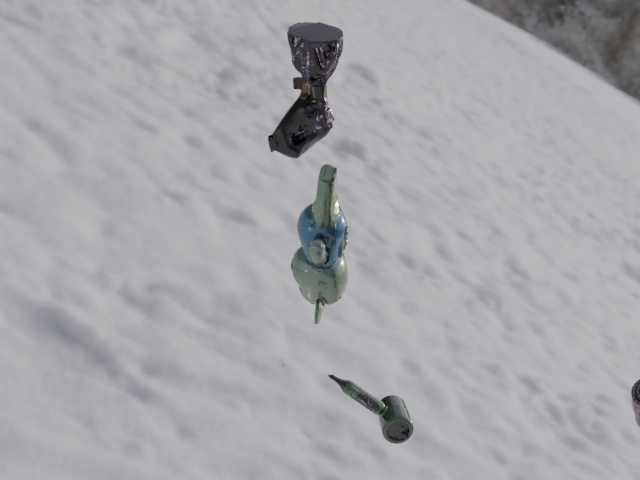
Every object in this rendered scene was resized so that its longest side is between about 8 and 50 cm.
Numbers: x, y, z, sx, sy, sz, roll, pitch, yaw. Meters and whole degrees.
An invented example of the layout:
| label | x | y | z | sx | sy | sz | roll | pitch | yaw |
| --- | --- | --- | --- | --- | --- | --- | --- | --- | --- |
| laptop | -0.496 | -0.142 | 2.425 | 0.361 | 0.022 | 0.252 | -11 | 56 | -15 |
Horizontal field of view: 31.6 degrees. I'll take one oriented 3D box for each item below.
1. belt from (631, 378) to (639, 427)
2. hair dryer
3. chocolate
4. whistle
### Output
| label | x | y | z | sx | sy | sz | roll | pitch | yaw |
| --- | --- | --- | --- | --- | --- | --- | --- | --- | --- |
| belt | 0.464 | 0.200 | 1.274 | 0.232 | 0.053 | 0.071 | 12 | 44 | 36 |
| hair dryer | 0.067 | 0.235 | 1.647 | 0.150 | 0.047 | 0.071 | 34 | 13 | -18 |
| chocolate | -0.015 | -0.163 | 1.237 | 0.072 | 0.147 | 0.070 | 4 | 35 | -15 |
| whistle | 0.000 | 0.000 | 1.457 | 0.077 | 0.235 | 0.114 | 9 | 45 | 7 |
